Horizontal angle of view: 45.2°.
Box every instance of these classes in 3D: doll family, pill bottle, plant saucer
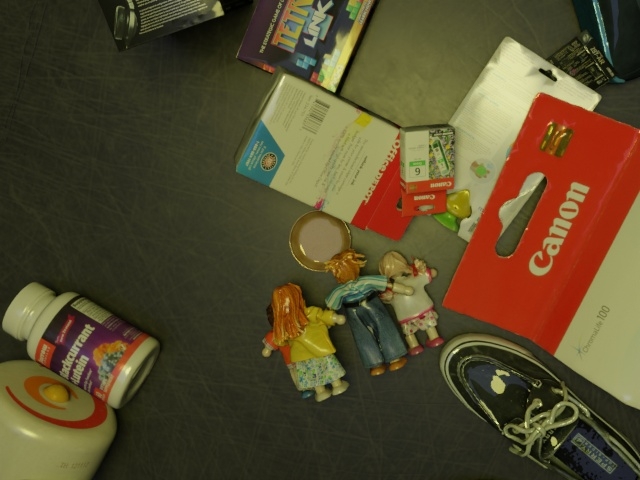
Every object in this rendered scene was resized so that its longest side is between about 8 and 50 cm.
[{"bbox_3d":[0.030,0.102,0.992,0.263,0.118,0.163,-24,92,10],"label":"doll family"},{"bbox_3d":[-0.328,0.137,1.052,0.193,0.108,0.108,29,99,4],"label":"pill bottle"},{"bbox_3d":[0.000,0.000,1.040,0.083,0.015,0.083,1,95,8],"label":"plant saucer"}]

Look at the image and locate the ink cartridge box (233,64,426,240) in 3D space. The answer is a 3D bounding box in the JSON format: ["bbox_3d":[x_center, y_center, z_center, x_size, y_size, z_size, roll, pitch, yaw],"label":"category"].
[{"bbox_3d":[0.023,-0.107,0.969,0.231,0.078,0.134,24,105,-17],"label":"ink cartridge box"}]

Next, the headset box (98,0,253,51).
[{"bbox_3d":[-0.197,-0.384,0.883,0.131,0.246,0.283,-17,109,8],"label":"headset box"}]

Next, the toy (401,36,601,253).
[{"bbox_3d":[0.223,-0.118,0.977,0.137,0.056,0.237,34,104,4],"label":"toy"}]

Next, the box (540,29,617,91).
[{"bbox_3d":[0.314,-0.209,0.944,0.018,0.083,0.067,-35,89,-22],"label":"box"}]

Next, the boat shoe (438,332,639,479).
[{"bbox_3d":[0.284,0.233,0.977,0.306,0.105,0.113,41,99,2],"label":"boat shoe"}]

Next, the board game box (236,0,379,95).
[{"bbox_3d":[-0.012,-0.286,0.998,0.141,0.048,0.170,23,98,4],"label":"board game box"}]

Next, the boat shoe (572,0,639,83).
[{"bbox_3d":[0.352,-0.323,0.930,0.089,0.109,0.258,-17,109,2],"label":"boat shoe"}]

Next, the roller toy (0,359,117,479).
[{"bbox_3d":[-0.381,0.254,1.027,0.209,0.191,0.146,30,99,2],"label":"roller toy"}]

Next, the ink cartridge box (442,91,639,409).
[{"bbox_3d":[0.381,0.034,0.921,0.385,0.091,0.308,21,109,1],"label":"ink cartridge box"}]

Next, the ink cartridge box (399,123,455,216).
[{"bbox_3d":[0.130,-0.082,0.939,0.063,0.029,0.115,-7,111,-9],"label":"ink cartridge box"}]
